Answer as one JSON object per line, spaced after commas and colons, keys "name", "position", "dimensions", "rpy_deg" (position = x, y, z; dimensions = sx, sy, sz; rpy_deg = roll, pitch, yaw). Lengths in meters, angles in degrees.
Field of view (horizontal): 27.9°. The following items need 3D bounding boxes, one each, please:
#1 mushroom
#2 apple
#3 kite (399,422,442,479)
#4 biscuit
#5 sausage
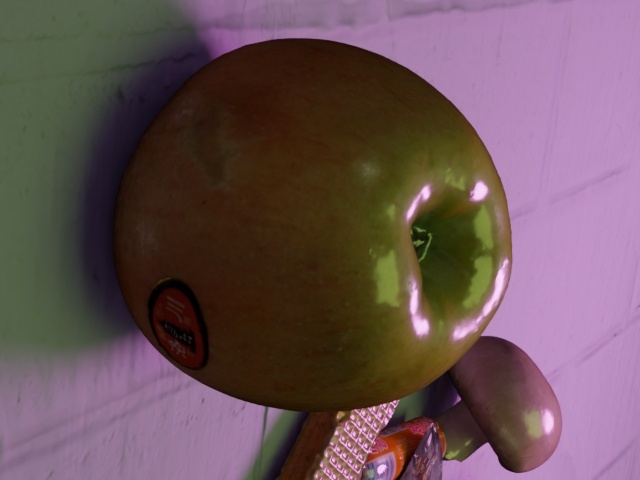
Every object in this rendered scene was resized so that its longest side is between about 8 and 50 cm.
{"name": "mushroom", "position": [0.233, 0.245, 1.813], "dimensions": [0.204, 0.204, 0.204], "rpy_deg": [-34, 132, -49]}
{"name": "apple", "position": [0.000, 0.000, 1.135], "dimensions": [0.338, 0.305, 0.338], "rpy_deg": [-35, 134, -47]}
{"name": "kite", "position": [0.100, 0.351, 1.639], "dimensions": [0.245, 0.015, 0.141], "rpy_deg": [-51, 142, -33]}
{"name": "biscuit", "position": [0.017, 0.239, 1.506], "dimensions": [0.094, 0.054, 0.378], "rpy_deg": [49, 58, -39]}
{"name": "sausage", "position": [0.083, 0.279, 1.653], "dimensions": [0.234, 0.071, 0.071], "rpy_deg": [-5, 107, -60]}
